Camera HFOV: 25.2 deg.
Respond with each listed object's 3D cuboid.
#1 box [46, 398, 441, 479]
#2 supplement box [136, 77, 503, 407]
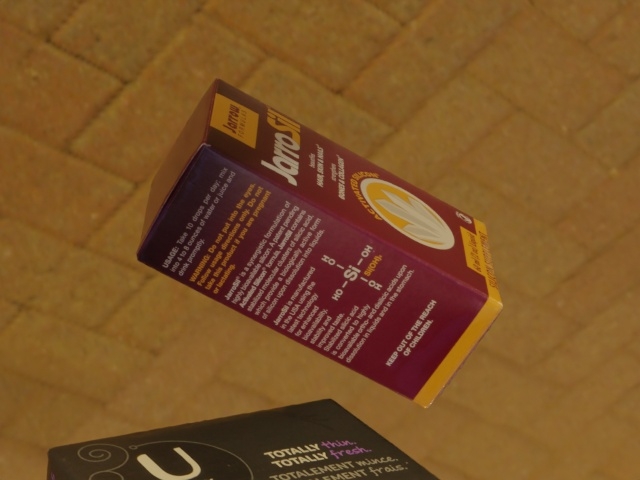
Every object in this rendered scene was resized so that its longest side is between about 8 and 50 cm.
[{"bbox_3d":[0.005,0.193,0.609,0.165,0.270,0.143,-5,112,-33],"label":"box"},{"bbox_3d":[0.000,0.000,0.807,0.188,0.104,0.081,28,113,-13],"label":"supplement box"}]
